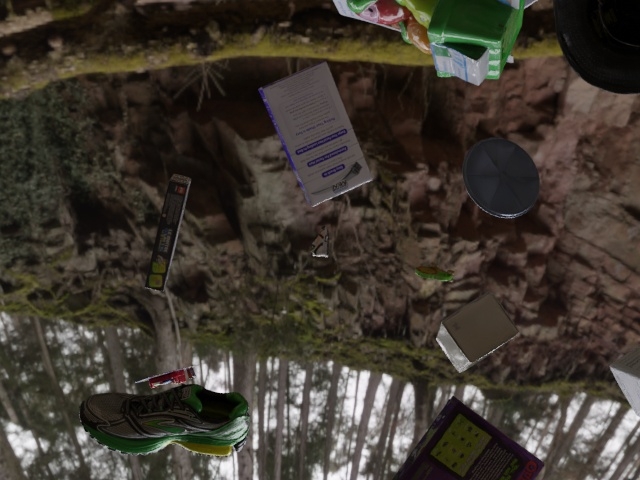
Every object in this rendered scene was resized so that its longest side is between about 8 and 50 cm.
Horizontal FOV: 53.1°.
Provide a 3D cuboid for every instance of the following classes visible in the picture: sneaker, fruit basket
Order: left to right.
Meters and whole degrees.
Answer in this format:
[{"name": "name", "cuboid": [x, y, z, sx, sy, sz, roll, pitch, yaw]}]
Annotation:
[{"name": "sneaker", "cuboid": [-0.311, 0.343, 1.308, 0.344, 0.146, 0.134, 6, -147, -14]}, {"name": "sneaker", "cuboid": [0.000, 0.000, 1.612, 0.044, 0.040, 0.109, -5, -143, 9]}, {"name": "fruit basket", "cuboid": [0.152, -0.383, 1.064, 0.353, 0.165, 0.327, 17, 180, 14]}]

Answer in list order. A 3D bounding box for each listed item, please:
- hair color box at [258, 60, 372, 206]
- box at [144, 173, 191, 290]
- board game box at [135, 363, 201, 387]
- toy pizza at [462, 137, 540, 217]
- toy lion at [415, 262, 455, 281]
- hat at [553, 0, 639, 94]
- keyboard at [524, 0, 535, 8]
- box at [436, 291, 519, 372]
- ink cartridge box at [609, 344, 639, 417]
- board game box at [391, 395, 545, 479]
[{"name": "hair color box", "cuboid": [-0.012, -0.283, 1.715, 0.185, 0.338, 0.110, -24, -166, -6]}, {"name": "box", "cuboid": [-0.289, -0.018, 1.218, 0.036, 0.207, 0.114, 14, -171, -11]}, {"name": "board game box", "cuboid": [-0.375, 0.344, 1.581, 0.133, 0.169, 0.033, -7, -103, -40]}, {"name": "toy pizza", "cuboid": [0.425, -0.147, 1.518, 0.201, 0.032, 0.201, 4, -106, -13]}, {"name": "toy lion", "cuboid": [0.338, 0.099, 1.923, 0.096, 0.034, 0.100, -9, -156, -45]}, {"name": "hat", "cuboid": [0.573, -0.414, 1.085, 0.134, 0.331, 0.331, -30, -129, -35]}, {"name": "keyboard", "cuboid": [0.401, -0.496, 1.245, 0.014, 0.256, 0.072, -41, -80, -29]}, {"name": "box", "cuboid": [0.301, 0.187, 1.260, 0.113, 0.275, 0.094, -32, -107, 0]}, {"name": "ink cartridge box", "cuboid": [0.650, 0.225, 1.020, 0.211, 0.121, 0.289, -32, -174, -6]}, {"name": "board game box", "cuboid": [0.226, 0.485, 1.170, 0.208, 0.056, 0.347, 37, -93, 0]}]
